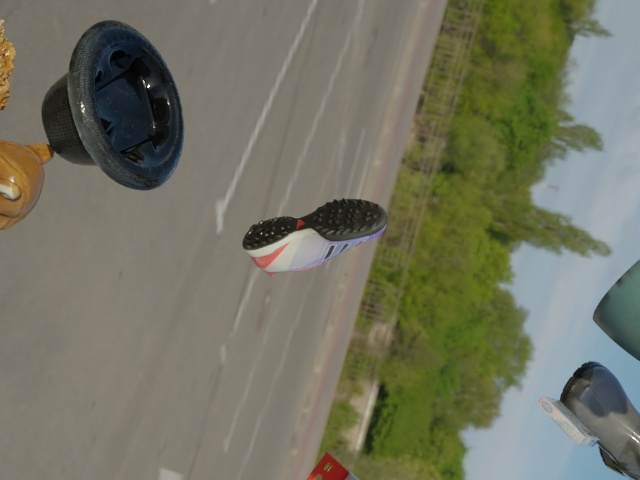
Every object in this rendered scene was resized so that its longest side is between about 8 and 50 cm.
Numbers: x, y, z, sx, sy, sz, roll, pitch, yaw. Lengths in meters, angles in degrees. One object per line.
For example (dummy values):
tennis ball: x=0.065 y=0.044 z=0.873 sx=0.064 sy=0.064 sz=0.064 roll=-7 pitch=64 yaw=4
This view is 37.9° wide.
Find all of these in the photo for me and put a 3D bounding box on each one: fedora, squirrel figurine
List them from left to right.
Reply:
squirrel figurine: x=-0.653 y=-0.192 z=1.604 sx=0.281 sy=0.370 sz=0.397 roll=-70 pitch=180 yaw=-65
fedora: x=-0.382 y=-0.227 z=1.650 sx=0.334 sy=0.152 sz=0.334 roll=-10 pitch=90 yaw=-69

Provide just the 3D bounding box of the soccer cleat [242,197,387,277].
soccer cleat: x=0.000 y=0.000 z=1.881 sx=0.116 sy=0.318 sz=0.109 roll=58 pitch=31 yaw=-37

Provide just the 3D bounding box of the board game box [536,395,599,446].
board game box: x=0.390 y=0.286 z=1.467 sx=0.020 sy=0.090 sz=0.090 roll=-49 pitch=148 yaw=10

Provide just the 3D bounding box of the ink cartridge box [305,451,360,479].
ink cartridge box: x=0.029 y=0.635 z=2.212 sx=0.181 sy=0.224 sz=0.056 roll=-53 pitch=147 yaw=-3

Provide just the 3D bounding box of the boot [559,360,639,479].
boot: x=0.554 y=0.343 z=1.561 sx=0.118 sy=0.222 sz=0.338 roll=-50 pitch=128 yaw=-6

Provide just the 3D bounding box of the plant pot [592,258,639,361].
plant pot: x=0.540 y=0.094 z=1.235 sx=0.290 sy=0.195 sz=0.290 roll=-28 pitch=154 yaw=-14
